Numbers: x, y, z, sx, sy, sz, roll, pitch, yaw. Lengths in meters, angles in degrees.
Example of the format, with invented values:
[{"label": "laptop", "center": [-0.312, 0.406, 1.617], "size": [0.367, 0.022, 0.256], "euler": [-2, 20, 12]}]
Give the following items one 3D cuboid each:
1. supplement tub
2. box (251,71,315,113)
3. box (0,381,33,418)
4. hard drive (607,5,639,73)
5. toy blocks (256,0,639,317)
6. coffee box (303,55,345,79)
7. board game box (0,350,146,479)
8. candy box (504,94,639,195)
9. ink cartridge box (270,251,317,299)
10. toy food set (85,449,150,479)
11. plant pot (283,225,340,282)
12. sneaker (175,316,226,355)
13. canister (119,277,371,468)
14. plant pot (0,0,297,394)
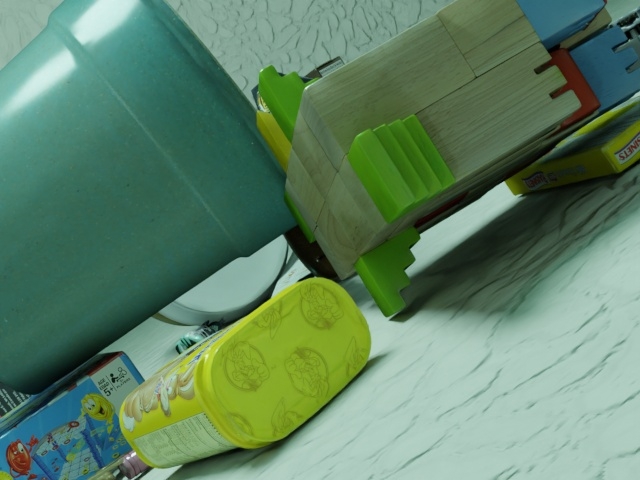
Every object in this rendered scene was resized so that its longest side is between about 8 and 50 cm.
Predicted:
[{"label": "supplement tub", "center": [-0.171, 0.008, 1.476], "size": [0.228, 0.228, 0.316], "euler": [-35, 4, -14]}, {"label": "box", "center": [0.023, -0.133, 1.428], "size": [0.220, 0.175, 0.051], "euler": [0, -27, -48]}, {"label": "box", "center": [-0.431, 0.242, 1.413], "size": [0.270, 0.143, 0.165], "euler": [-33, 5, 15]}, {"label": "hard drive", "center": [0.383, -0.235, 0.975], "size": [0.339, 0.064, 0.237], "euler": [-31, 2, -42]}, {"label": "toy blocks", "center": [0.113, -0.094, 0.775], "size": [0.261, 0.191, 0.381], "euler": [-31, -6, -8]}, {"label": "coffee box", "center": [0.033, -0.174, 1.818], "size": [0.141, 0.246, 0.098], "euler": [-31, 5, 36]}, {"label": "board game box", "center": [-0.317, 0.234, 1.050], "size": [0.302, 0.086, 0.308], "euler": [-35, 5, -19]}, {"label": "candy box", "center": [0.227, -0.081, 0.844], "size": [0.105, 0.027, 0.206], "euler": [-37, 5, -9]}, {"label": "ink cartridge box", "center": [0.018, 0.018, 1.342], "size": [0.145, 0.045, 0.179], "euler": [-31, 22, 31]}, {"label": "toy food set", "center": [-0.160, 0.187, 0.867], "size": [0.078, 0.019, 0.122], "euler": [-33, -3, 12]}, {"label": "plant pot", "center": [0.045, -0.062, 1.194], "size": [0.165, 0.167, 0.167], "euler": [-28, 2, -20]}, {"label": "sneaker", "center": [-0.144, 0.119, 1.325], "size": [0.069, 0.038, 0.098], "euler": [-37, 6, -23]}, {"label": "canister", "center": [-0.059, 0.098, 0.728], "size": [0.126, 0.073, 0.170], "euler": [-37, 4, -36]}, {"label": "plant pot", "center": [-0.235, -0.048, 1.037], "size": [0.334, 0.341, 0.341], "euler": [-39, 5, -5]}]
